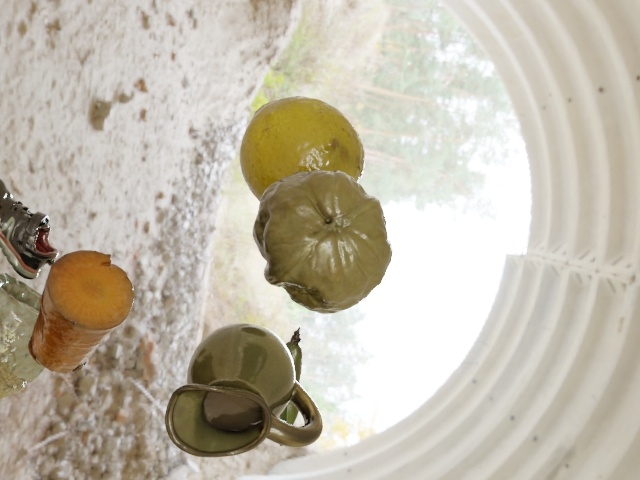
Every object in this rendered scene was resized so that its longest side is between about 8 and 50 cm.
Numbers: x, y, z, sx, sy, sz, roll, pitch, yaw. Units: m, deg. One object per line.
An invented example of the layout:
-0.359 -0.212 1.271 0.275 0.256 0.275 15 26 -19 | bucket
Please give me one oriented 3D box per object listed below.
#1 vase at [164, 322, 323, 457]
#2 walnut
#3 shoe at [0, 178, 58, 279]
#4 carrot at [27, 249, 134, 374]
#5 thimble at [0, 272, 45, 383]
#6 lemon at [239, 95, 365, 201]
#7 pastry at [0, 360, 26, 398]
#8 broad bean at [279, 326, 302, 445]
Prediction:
-0.142 0.343 1.393 0.241 0.329 0.302 -62 -174 17 | vase
-0.002 -0.002 1.275 0.253 0.281 0.277 -64 -166 -19 | walnut
-0.816 -0.041 1.763 0.114 0.137 0.291 -88 153 -80 | shoe
-0.544 0.165 1.405 0.254 0.195 0.196 -43 -152 35 | carrot
-0.823 0.223 1.698 0.195 0.291 0.291 -54 -179 -9 | thimble
-0.057 -0.242 1.816 0.387 0.349 0.350 58 -24 22 | lemon
-0.622 0.254 1.104 0.258 0.121 0.089 13 61 -81 | pastry
-0.085 0.411 1.820 0.077 0.061 0.340 14 79 -85 | broad bean
